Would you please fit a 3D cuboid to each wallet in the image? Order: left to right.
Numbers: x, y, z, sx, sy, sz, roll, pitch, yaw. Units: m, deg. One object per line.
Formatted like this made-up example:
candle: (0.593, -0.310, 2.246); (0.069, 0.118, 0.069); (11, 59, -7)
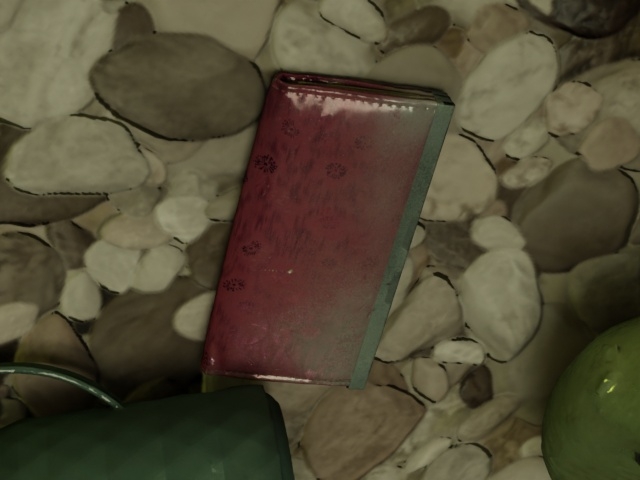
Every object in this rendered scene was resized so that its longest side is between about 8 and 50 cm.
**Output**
wallet: (0.000, 0.000, 1.058); (0.119, 0.025, 0.232); (6, 123, -16)

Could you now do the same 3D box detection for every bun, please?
bun: (0.304, 0.132, 1.113); (0.293, 0.293, 0.187); (45, 64, -33)

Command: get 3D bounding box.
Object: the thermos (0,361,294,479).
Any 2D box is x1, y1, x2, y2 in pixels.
thermos: (-0.163, 0.168, 1.076); (0.287, 0.145, 0.182); (-6, 93, -7)
